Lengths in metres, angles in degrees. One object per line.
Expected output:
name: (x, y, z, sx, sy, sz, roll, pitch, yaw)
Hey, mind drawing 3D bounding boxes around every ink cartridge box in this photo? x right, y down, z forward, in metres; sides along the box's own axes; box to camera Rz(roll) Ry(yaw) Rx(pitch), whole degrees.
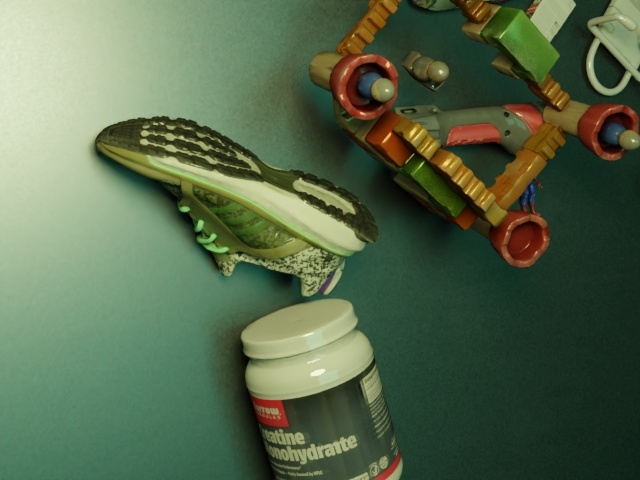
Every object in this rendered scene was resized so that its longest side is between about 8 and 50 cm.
ink cartridge box: (0.398, -0.396, 1.532, 0.063, 0.029, 0.115, 42, 75, -24)

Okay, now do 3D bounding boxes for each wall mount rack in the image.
wall mount rack: (0.654, -0.397, 1.611, 0.304, 0.130, 0.350, 35, 78, -25)

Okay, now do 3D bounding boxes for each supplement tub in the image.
supplement tub: (0.001, 0.241, 1.262, 0.191, 0.191, 0.272, -21, 102, -25)

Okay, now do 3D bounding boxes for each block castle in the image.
block castle: (0.230, -0.191, 1.241, 0.453, 0.213, 0.303, 39, 91, -30)

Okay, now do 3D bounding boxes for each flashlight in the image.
flashlight: (0.258, -0.171, 1.435, 0.304, 0.103, 0.103, -10, 137, -24)

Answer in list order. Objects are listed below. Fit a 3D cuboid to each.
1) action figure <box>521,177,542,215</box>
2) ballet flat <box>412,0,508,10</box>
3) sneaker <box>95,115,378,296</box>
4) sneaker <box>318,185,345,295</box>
action figure: (0.367, -0.098, 1.533, 0.038, 0.030, 0.115, -15, 97, -23)
ballet flat: (0.255, -0.422, 1.427, 0.221, 0.079, 0.077, -10, 98, -27)
sneaker: (-0.130, -0.030, 1.212, 0.410, 0.158, 0.182, 24, 112, -13)
sneaker: (0.000, 0.000, 1.334, 0.071, 0.068, 0.170, 3, 82, -13)
